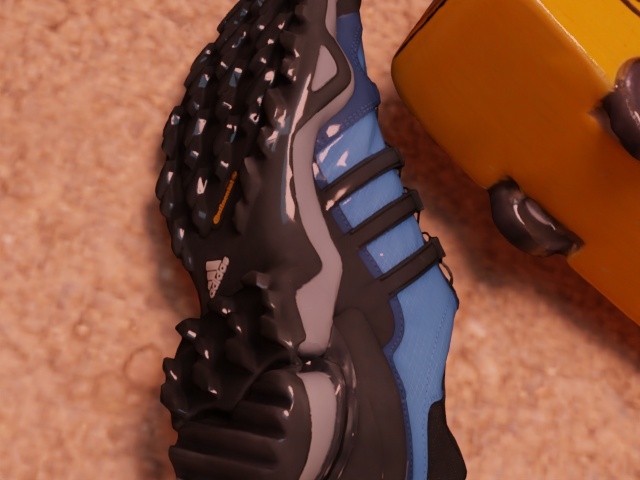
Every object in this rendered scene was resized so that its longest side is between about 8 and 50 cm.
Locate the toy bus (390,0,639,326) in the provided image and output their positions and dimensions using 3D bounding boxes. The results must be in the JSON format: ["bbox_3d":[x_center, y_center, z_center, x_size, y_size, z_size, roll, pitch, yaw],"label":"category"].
[{"bbox_3d":[0.193,-0.020,0.643,0.333,0.108,0.130,40,51,-6],"label":"toy bus"}]

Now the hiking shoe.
[{"bbox_3d":[0.000,0.000,0.630,0.132,0.113,0.304,27,51,-35],"label":"hiking shoe"}]
